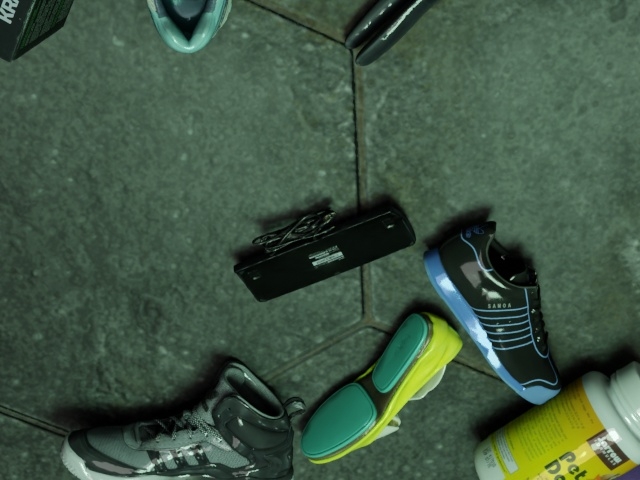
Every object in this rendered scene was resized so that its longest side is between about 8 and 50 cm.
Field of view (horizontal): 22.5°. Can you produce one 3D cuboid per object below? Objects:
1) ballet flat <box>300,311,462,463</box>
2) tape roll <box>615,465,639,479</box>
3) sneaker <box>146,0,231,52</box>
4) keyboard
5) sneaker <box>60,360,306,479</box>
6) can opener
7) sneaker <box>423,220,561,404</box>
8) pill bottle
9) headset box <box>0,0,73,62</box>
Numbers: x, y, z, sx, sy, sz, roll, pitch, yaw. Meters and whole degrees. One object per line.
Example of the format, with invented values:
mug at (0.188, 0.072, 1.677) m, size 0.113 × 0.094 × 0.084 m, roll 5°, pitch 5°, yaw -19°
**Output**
ballet flat at (0.075, 0.175, 1.808) m, size 0.077 × 0.077 × 0.231 m, roll 23°, pitch 117°, yaw -39°
tape roll at (0.388, 0.373, 1.915) m, size 0.274 × 0.090 × 0.275 m, roll -1°, pitch 119°, yaw -1°
sneaker at (-0.123, -0.307, 1.496) m, size 0.110 × 0.122 × 0.283 m, roll -5°, pitch 119°, yaw 1°
keyboard at (0.000, 0.000, 1.734) m, size 0.192 × 0.038 × 0.100 m, roll -21°, pitch 141°, yaw 9°
sneaker at (-0.149, 0.207, 1.803) m, size 0.268 × 0.101 × 0.153 m, roll 8°, pitch 118°, yaw -13°
can opener at (0.092, -0.244, 1.581) m, size 0.073 × 0.059 × 0.186 m, roll 20°, pitch 131°, yaw -42°
sneaker at (0.210, 0.080, 1.748) m, size 0.090 × 0.081 × 0.232 m, roll -30°, pitch 115°, yaw 22°
pill bottle at (0.287, 0.226, 1.812) m, size 0.215 × 0.117 × 0.117 m, roll -36°, pitch 114°, yaw 17°
headset box at (-0.333, -0.342, 1.435) m, size 0.283 × 0.131 × 0.246 m, roll 29°, pitch 116°, yaw 2°
